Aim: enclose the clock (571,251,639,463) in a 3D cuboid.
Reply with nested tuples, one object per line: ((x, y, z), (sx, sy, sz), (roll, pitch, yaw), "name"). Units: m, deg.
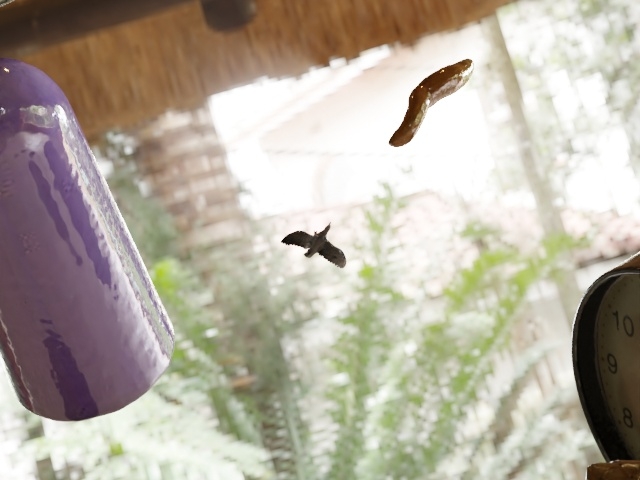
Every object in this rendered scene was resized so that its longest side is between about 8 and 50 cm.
((0.434, 0.192, 1.711), (0.076, 0.386, 0.386), (-22, -7, -24), "clock")

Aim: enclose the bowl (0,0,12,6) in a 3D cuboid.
((-0.500, -0.469, 1.992), (0.313, 0.313, 0.146), (-9, 23, -34), "bowl")

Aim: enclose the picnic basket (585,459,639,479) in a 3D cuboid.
((0.282, 0.253, 1.170), (0.128, 0.138, 0.178), (-14, -35, 39), "picnic basket")

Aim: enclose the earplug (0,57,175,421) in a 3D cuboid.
((-0.327, -0.013, 1.735), (0.215, 0.215, 0.456), (-16, -50, -2), "earplug")

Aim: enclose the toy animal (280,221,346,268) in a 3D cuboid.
((-0.001, 0.000, 1.733), (0.084, 0.050, 0.028), (21, 2, -16), "toy animal")

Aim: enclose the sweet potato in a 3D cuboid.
((0.129, -0.169, 1.726), (0.179, 0.044, 0.044), (-45, 10, -37), "sweet potato")
